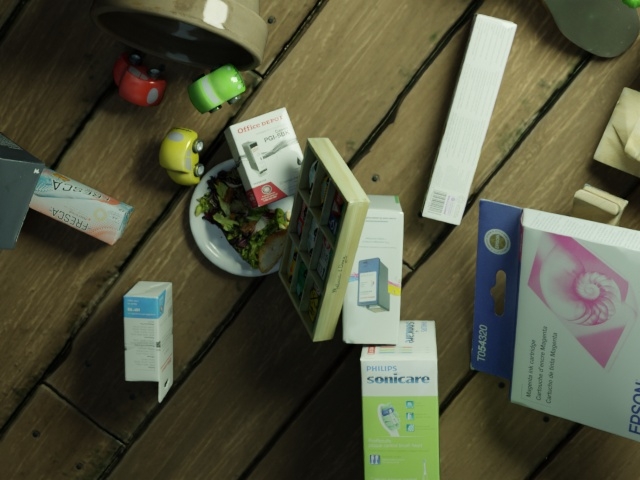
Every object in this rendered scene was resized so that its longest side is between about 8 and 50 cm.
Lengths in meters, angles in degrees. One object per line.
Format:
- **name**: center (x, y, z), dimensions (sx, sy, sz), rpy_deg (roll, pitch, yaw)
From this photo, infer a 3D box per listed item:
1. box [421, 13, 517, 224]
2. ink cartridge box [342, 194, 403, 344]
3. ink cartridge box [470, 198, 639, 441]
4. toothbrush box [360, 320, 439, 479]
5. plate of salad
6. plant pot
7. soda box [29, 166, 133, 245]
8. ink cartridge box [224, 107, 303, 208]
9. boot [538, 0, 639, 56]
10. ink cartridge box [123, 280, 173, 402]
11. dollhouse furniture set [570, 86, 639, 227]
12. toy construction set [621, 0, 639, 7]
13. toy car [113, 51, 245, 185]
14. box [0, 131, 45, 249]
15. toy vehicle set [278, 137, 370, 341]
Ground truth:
- **box**: center (0.228, -0.186, 1.624), dimensions (0.067, 0.063, 0.324), rpy_deg (14, 103, 1)
- **ink cartridge box**: center (0.079, 0.043, 1.638), dimensions (0.093, 0.154, 0.212), rpy_deg (3, 101, 1)
- **ink cartridge box**: center (0.374, 0.123, 1.568), dimensions (0.330, 0.071, 0.324), rpy_deg (13, 122, 26)
- **toothbrush box**: center (0.130, 0.290, 1.661), dimensions (0.122, 0.206, 0.283), rpy_deg (0, 103, 6)
- **plate of salad**: center (-0.117, -0.036, 1.694), dimensions (0.199, 0.048, 0.200), rpy_deg (1, 102, 5)
- **plant pot**: center (-0.187, -0.399, 1.539), dimensions (0.263, 0.263, 0.229), rpy_deg (13, 86, 2)
- **soda box**: center (-0.404, -0.060, 1.709), dimensions (0.183, 0.058, 0.063), rpy_deg (24, 103, -1)
- **ink cartridge box**: center (-0.082, -0.130, 1.644), dimensions (0.099, 0.056, 0.135), rpy_deg (-21, 93, -13)
- **boot**: center (0.356, -0.391, 1.556), dimensions (0.305, 0.115, 0.112), rpy_deg (34, 109, -22)
- **ink cartridge box**: center (-0.284, 0.167, 1.722), dimensions (0.060, 0.104, 0.180), rpy_deg (2, 102, 4)
- **dollhouse furniture set**: center (0.623, -0.101, 1.567), dimensions (0.394, 0.256, 0.362), rpy_deg (26, 103, 21)
- **toy construction set**: center (0.474, -0.467, 1.487), dimensions (0.257, 0.237, 0.309), rpy_deg (-23, 71, -1)
- **toy car**: center (-0.212, -0.210, 1.615), dimensions (0.225, 0.053, 0.239), rpy_deg (-22, 101, 39)
- **box**: center (-0.543, -0.089, 1.663), dimensions (0.158, 0.093, 0.156), rpy_deg (32, 105, 32)
- **toy vehicle set**: center (0.000, 0.000, 1.589), dimensions (0.035, 0.166, 0.267), rpy_deg (-5, 129, -24)
